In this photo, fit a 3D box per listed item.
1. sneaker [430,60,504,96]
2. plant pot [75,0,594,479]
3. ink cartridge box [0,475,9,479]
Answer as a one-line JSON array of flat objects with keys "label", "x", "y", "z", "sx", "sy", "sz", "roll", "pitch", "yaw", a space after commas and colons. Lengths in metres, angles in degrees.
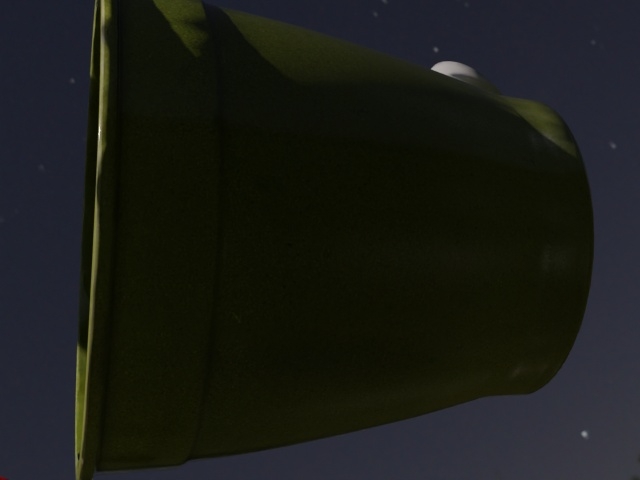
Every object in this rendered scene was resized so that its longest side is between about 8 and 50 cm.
[{"label": "sneaker", "x": 0.141, "y": -0.020, "z": 1.066, "sx": 0.169, "sy": 0.108, "sz": 0.292, "roll": -45, "pitch": -54, "yaw": -30}, {"label": "plant pot", "x": 0.000, "y": 0.000, "z": 0.802, "sx": 0.353, "sy": 0.366, "sz": 0.366, "roll": 3, "pitch": -41, "yaw": -14}, {"label": "ink cartridge box", "x": -0.504, "y": 0.261, "z": 1.059, "sx": 0.310, "sy": 0.272, "sz": 0.130, "roll": 20, "pitch": -52, "yaw": -1}]
